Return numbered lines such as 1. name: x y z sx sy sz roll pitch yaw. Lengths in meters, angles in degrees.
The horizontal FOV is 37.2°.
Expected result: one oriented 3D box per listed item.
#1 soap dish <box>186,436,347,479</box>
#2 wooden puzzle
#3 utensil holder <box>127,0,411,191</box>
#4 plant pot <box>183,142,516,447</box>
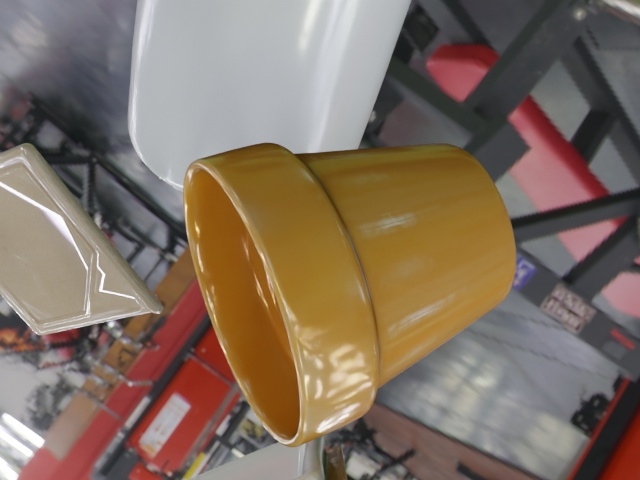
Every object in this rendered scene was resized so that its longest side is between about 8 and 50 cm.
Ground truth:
1. soap dish: -0.074 0.266 0.814 0.291 0.228 0.118 95 152 -87
2. wooden puzzle: -0.299 0.004 1.010 0.238 0.044 0.221 -10 125 39
3. utensil holder: -0.057 -0.273 1.136 0.327 0.327 0.386 31 133 16
4. plant pot: 0.027 0.016 0.679 0.205 0.187 0.205 53 154 41
